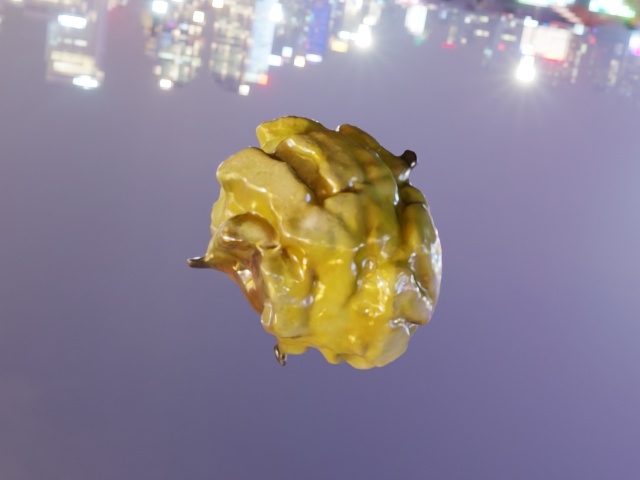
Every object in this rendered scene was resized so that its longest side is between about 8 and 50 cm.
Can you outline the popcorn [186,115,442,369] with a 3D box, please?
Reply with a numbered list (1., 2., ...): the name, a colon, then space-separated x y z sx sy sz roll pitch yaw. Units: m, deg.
1. popcorn: 0.000 0.000 0.677 0.152 0.148 0.167 -35 -131 -8
